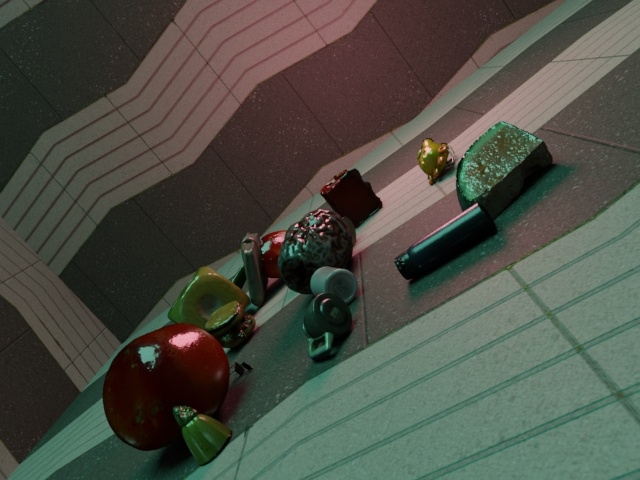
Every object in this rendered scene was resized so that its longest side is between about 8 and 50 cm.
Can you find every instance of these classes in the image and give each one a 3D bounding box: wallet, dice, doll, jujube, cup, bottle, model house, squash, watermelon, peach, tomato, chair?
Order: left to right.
[{"bbox_3d":[-0.402,0.378,1.443,0.325,0.290,0.293,-34,-9,38],"label":"tomato"},{"bbox_3d":[-0.285,0.430,1.260,0.105,0.132,0.105,-39,9,8],"label":"squash"},{"bbox_3d":[-0.427,0.252,2.084,0.238,0.226,0.233,-57,12,-16],"label":"dice"},{"bbox_3d":[-0.232,0.369,1.580,0.086,0.037,0.042,-39,22,20],"label":"chair"},{"bbox_3d":[-0.268,0.102,2.236,0.083,0.252,0.360,-13,12,0],"label":"wallet"},{"bbox_3d":[-0.173,0.058,2.204,0.226,0.196,0.190,-33,-14,-41],"label":"peach"},{"bbox_3d":[-0.012,0.034,1.740,0.226,0.226,0.317,-32,11,33],"label":"jujube"},{"bbox_3d":[0.038,0.142,1.513,0.099,0.136,0.133,-7,2,-19],"label":"cup"},{"bbox_3d":[0.109,-0.172,2.211,0.160,0.196,0.254,-42,11,-6],"label":"model house"},{"bbox_3d":[0.407,-0.285,1.939,0.221,0.135,0.143,-82,12,-66],"label":"doll"},{"bbox_3d":[0.282,0.008,1.267,0.244,0.072,0.082,-34,-25,21],"label":"bottle"},{"bbox_3d":[0.437,-0.174,1.340,0.226,0.148,0.318,-16,27,46],"label":"watermelon"}]

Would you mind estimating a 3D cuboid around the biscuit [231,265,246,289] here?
[{"bbox_3d":[-0.390,0.249,2.269,0.322,0.038,0.099,-60,-18,-12],"label":"biscuit"}]

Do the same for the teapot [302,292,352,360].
[{"bbox_3d":[0.013,0.212,1.319,0.111,0.149,0.108,-1,-33,-36],"label":"teapot"}]

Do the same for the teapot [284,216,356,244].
[{"bbox_3d":[0.000,0.000,1.990,0.250,0.184,0.183,-18,20,29],"label":"teapot"}]

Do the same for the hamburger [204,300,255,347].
[{"bbox_3d":[-0.299,0.299,1.860,0.159,0.131,0.185,-27,21,15],"label":"hamburger"}]
